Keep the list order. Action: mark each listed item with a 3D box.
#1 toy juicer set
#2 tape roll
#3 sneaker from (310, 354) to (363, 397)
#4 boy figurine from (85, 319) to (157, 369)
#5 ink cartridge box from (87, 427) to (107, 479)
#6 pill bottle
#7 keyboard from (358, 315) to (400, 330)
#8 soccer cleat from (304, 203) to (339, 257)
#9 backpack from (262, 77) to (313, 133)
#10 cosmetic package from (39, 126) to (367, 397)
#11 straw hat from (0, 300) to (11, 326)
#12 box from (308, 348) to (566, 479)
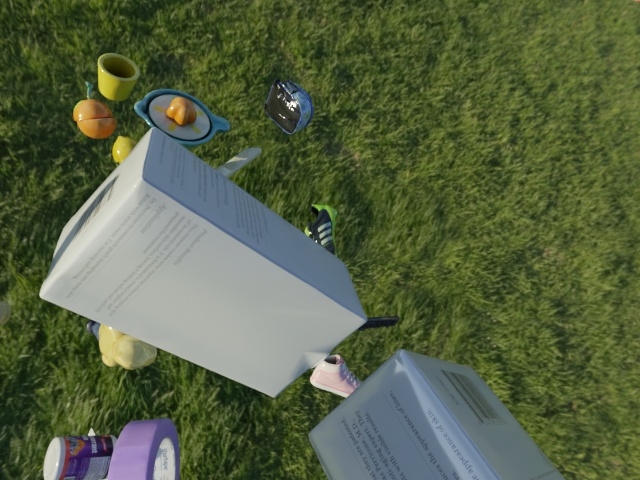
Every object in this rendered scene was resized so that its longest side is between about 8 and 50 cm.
[{"bbox_3d":[-0.265,-0.194,0.803,0.329,0.089,0.209,27,47,-17],"label":"toy juicer set"},{"bbox_3d":[-0.427,0.588,1.109,0.090,0.275,0.274,-4,78,-2],"label":"tape roll"},{"bbox_3d":[0.052,0.284,0.944,0.134,0.051,0.070,19,100,-10],"label":"sneaker"},{"bbox_3d":[-0.496,0.227,1.109,0.092,0.285,0.177,5,98,-45],"label":"boy figurine"},{"bbox_3d":[-0.657,0.703,1.318,0.066,0.189,0.232,21,100,-53],"label":"ink cartridge box"},{"bbox_3d":[-0.592,0.562,1.163,0.194,0.108,0.108,19,69,-42],"label":"pill bottle"},{"bbox_3d":[0.095,0.289,1.515,0.317,0.201,0.033,-3,72,-2],"label":"keyboard"},{"bbox_3d":[0.000,0.000,0.980,0.072,0.060,0.178,10,59,-14],"label":"soccer cleat"},{"bbox_3d":[-0.071,-0.333,1.125,0.084,0.105,0.114,-27,71,-41],"label":"backpack"},{"bbox_3d":[-0.141,0.053,0.647,0.385,0.217,0.156,38,19,-34],"label":"cosmetic package"},{"bbox_3d":[-0.807,0.182,1.113,0.061,0.144,0.144,8,74,-12],"label":"straw hat"},{"bbox_3d":[0.117,0.208,0.387,0.181,0.119,0.182,27,21,-49],"label":"box"}]
